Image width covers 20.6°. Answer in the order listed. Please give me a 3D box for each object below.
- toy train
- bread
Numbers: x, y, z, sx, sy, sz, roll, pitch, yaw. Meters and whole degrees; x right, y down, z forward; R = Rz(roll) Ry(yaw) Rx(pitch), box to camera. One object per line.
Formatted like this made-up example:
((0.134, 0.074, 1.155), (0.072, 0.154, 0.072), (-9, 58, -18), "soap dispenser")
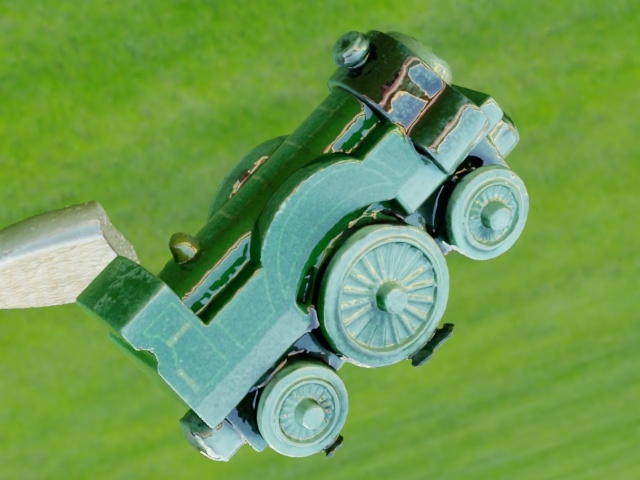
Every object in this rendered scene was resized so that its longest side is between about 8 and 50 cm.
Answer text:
((0.000, 0.000, 0.666), (0.178, 0.071, 0.104), (-47, 121, -10), "toy train")
((-0.179, 0.012, 1.115), (0.112, 0.036, 0.193), (-13, 168, 0), "bread")
